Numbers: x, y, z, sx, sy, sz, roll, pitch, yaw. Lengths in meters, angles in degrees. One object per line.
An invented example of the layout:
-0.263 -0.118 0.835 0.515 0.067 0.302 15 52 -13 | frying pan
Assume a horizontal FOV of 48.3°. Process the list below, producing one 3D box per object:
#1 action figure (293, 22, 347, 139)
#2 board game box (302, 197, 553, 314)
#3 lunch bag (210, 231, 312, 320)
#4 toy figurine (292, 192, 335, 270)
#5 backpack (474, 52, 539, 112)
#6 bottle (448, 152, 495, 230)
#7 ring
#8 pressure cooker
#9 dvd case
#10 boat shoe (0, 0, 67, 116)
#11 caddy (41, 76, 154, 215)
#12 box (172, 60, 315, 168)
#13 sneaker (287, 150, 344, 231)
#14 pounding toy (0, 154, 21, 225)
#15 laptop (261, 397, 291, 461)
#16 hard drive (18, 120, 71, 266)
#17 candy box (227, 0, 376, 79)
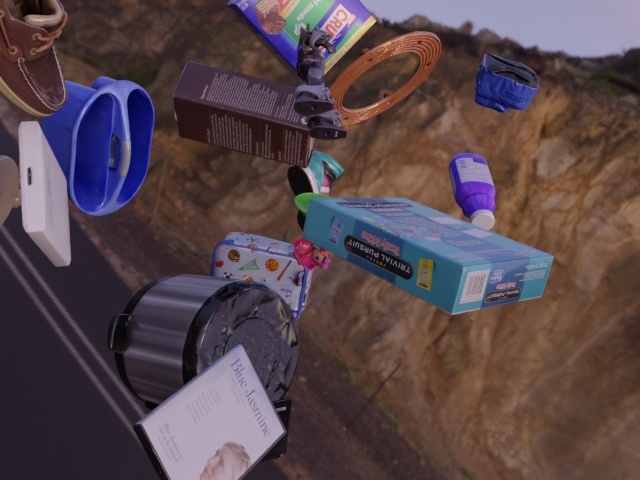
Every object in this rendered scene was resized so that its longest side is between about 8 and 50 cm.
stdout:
-0.008 -0.336 1.509 0.185 0.099 0.285 79 4 -47 | action figure
0.175 0.012 1.204 0.253 0.079 0.336 -3 21 -43 | board game box
-0.169 0.116 2.088 0.303 0.243 0.115 14 20 6 | lunch bag
0.000 0.000 1.625 0.130 0.159 0.173 -11 36 -41 | toy figurine
0.382 -0.319 1.472 0.120 0.098 0.101 16 -45 -1 | backpack
0.445 -0.140 2.061 0.118 0.092 0.283 4 41 -5 | bottle
0.141 -0.392 1.726 0.032 0.336 0.336 61 3 15 | ring
-0.307 0.269 1.825 0.420 0.375 0.370 3 -54 41 | pressure cooker
-0.163 0.299 1.127 0.253 0.022 0.180 -36 103 -52 | dvd case
-0.455 -0.333 1.090 0.123 0.123 0.342 1 -44 13 | boat shoe
-0.518 -0.226 1.696 0.179 0.341 0.241 28 30 24 | caddy
-0.198 -0.342 1.959 0.381 0.143 0.191 13 -27 1 | box
0.000 -0.150 2.156 0.123 0.178 0.296 17 -42 30 | sneaker
-0.768 -0.125 1.617 0.110 0.183 0.237 17 24 0 | pounding toy
-0.209 0.454 1.637 0.264 0.234 0.137 -28 -110 62 | laptop
-0.531 -0.078 1.384 0.307 0.040 0.203 131 -47 -72 | hard drive
-0.051 -0.634 1.991 0.317 0.268 0.122 43 2 -25 | candy box
